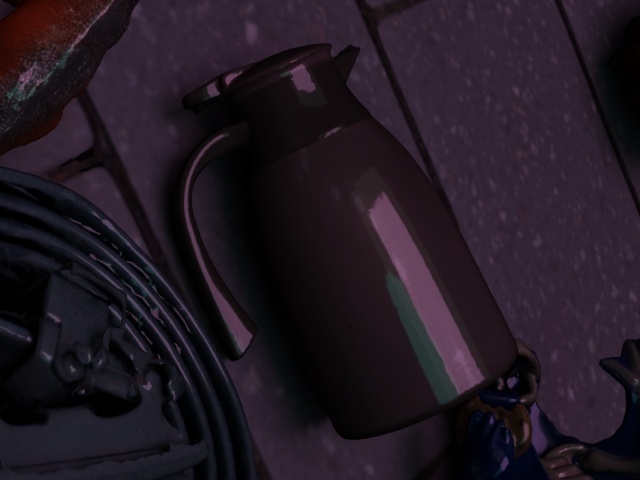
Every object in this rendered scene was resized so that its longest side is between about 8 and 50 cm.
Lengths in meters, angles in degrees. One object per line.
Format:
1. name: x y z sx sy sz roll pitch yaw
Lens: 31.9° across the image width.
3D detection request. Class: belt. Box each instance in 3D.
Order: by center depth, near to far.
1. belt: -0.133 0.078 0.351 0.267 0.116 0.207 -14 75 -58

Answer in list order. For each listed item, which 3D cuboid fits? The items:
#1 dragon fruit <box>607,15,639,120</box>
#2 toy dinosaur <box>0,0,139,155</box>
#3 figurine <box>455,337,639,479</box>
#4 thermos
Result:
1. dragon fruit: 0.312 -0.151 0.890 0.137 0.135 0.236 50 32 -16
2. toy dinosaur: -0.109 -0.094 0.466 0.280 0.101 0.055 -57 138 -13
3. figurine: 0.137 0.171 0.648 0.164 0.121 0.262 -4 71 -13
4. thermos: 0.000 0.000 0.567 0.137 0.105 0.193 -27 96 -13
